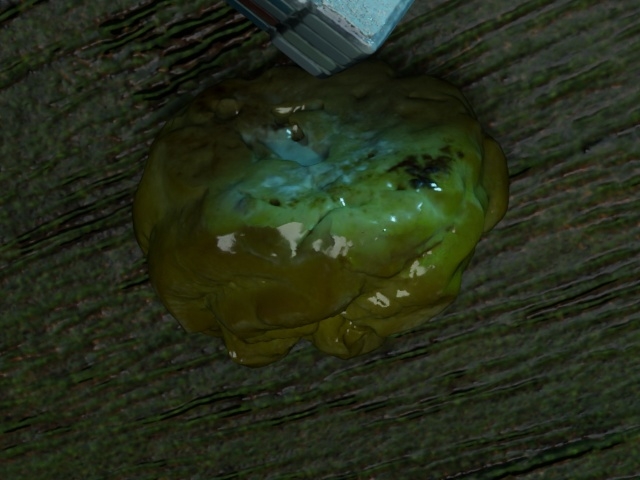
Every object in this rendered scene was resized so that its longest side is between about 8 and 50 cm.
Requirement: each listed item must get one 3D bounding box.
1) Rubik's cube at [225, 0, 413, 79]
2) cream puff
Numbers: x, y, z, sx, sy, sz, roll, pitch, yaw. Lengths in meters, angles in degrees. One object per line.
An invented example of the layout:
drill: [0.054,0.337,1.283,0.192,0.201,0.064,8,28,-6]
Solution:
Rubik's cube: [-0.004,-0.309,1.366,0.253,0.259,0.256,37,88,-6]
cream puff: [0.002,0.000,1.502,0.324,0.291,0.257,-13,132,-12]
